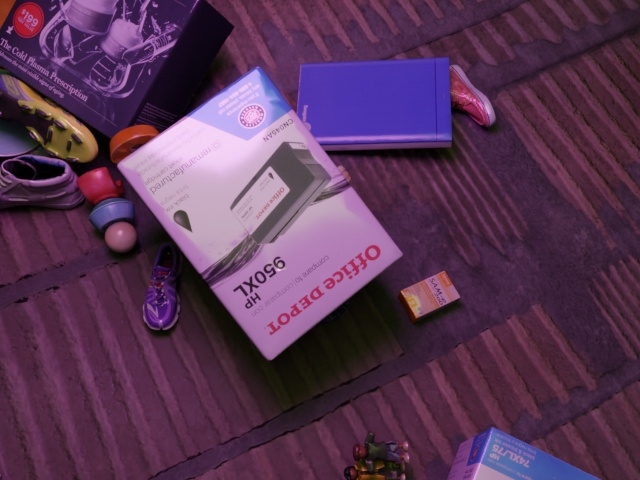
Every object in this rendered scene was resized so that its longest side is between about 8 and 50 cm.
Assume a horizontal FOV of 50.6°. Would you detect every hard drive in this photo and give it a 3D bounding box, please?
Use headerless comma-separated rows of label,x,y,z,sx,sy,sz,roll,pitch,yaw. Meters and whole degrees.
hard drive,0.111,-0.287,1.424,0.319,0.040,0.210,-1,65,8

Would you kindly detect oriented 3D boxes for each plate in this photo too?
plate,-0.642,-0.253,1.357,0.188,0.024,0.188,9,70,-28

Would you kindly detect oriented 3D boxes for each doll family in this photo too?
doll family,0.087,0.417,1.118,0.112,0.076,0.192,1,68,-8

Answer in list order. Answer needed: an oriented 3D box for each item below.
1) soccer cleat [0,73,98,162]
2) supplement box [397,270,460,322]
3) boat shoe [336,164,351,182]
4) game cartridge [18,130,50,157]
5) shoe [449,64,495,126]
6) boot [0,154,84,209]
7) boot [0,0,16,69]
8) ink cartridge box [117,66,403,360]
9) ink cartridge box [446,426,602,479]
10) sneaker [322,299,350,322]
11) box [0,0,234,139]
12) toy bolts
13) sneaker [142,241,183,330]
soccer cleat,-0.526,-0.243,1.292,0.289,0.093,0.121,29,34,14
supplement box,0.206,0.107,1.285,0.099,0.036,0.062,-24,70,-14
boat shoe,0.000,0.000,1.287,0.098,0.109,0.302,25,72,0
game cartridge,-0.591,-0.186,1.381,0.056,0.017,0.083,-37,73,-22
shoe,0.299,-0.303,1.467,0.081,0.063,0.178,-24,64,-12
boot,-0.590,-0.120,1.290,0.259,0.123,0.095,-1,66,-4
boot,-0.668,-0.468,1.456,0.211,0.104,0.295,-28,66,-15
ink cartridge box,-0.098,-0.038,1.139,0.285,0.166,0.394,-38,90,-9
ink cartridge box,0.280,0.466,1.038,0.197,0.198,0.270,25,66,7
sneaker,0.032,0.098,1.278,0.058,0.052,0.135,30,59,21
box,-0.409,-0.394,1.331,0.343,0.179,0.312,33,95,11
toy bolts,-0.337,-0.083,1.263,0.229,0.218,0.158,-27,75,5
sneaker,-0.295,0.081,1.247,0.069,0.071,0.169,0,66,-4
